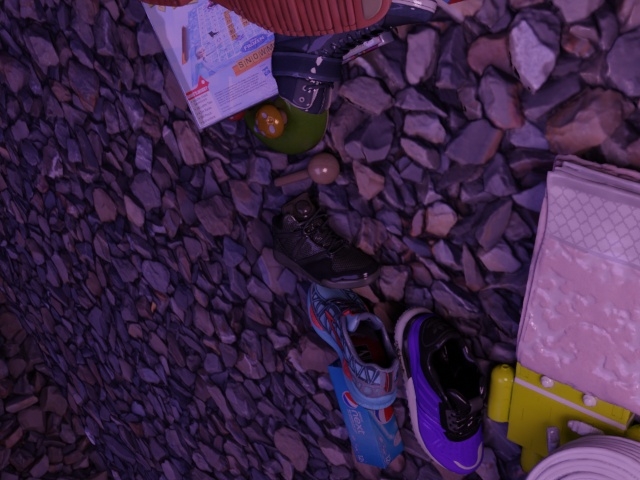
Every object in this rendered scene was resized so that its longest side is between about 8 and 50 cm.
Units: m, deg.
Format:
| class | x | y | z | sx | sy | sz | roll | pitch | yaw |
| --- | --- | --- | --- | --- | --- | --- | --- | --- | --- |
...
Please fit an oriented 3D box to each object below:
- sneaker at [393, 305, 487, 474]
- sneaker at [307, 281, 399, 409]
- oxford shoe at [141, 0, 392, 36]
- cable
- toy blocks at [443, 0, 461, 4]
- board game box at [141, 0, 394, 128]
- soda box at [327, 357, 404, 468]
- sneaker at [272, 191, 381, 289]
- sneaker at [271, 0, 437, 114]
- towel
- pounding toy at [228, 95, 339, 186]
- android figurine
| class | x | y | z | sx | sy | sz | roll | pitch | yaw |
| --- | --- | --- | --- | --- | --- | --- | --- | --- | --- |
| sneaker | 0.207 | 0.253 | 1.155 | 0.146 | 0.102 | 0.293 | 11 | 124 | 65 |
| sneaker | 0.064 | 0.140 | 1.219 | 0.262 | 0.104 | 0.125 | 59 | 152 | 33 |
| oxford shoe | -0.082 | -0.357 | 0.899 | 0.397 | 0.146 | 0.140 | 19 | 146 | 20 |
| cable | 0.376 | 0.381 | 0.946 | 0.257 | 0.089 | 0.257 | 9 | 94 | 45 |
| toy blocks | 0.134 | -0.440 | 0.802 | 0.261 | 0.191 | 0.381 | 39 | 129 | 3 |
| board game box | -0.102 | -0.366 | 1.057 | 0.319 | 0.066 | 0.318 | -19 | 100 | 24 |
| soda box | 0.085 | 0.310 | 1.369 | 0.071 | 0.067 | 0.210 | -1 | 113 | 44 |
| sneaker | 0.000 | 0.000 | 1.250 | 0.227 | 0.087 | 0.130 | 24 | 135 | 40 |
| sneaker | 0.036 | -0.242 | 0.955 | 0.226 | 0.086 | 0.163 | 9 | 100 | 27 |
| towel | 0.399 | 0.084 | 0.867 | 0.332 | 0.053 | 0.317 | 22 | 128 | 35 |
| pounding toy | -0.082 | -0.187 | 1.199 | 0.183 | 0.110 | 0.237 | -4 | 110 | 46 |
| android figurine | 0.361 | 0.254 | 1.076 | 0.248 | 0.056 | 0.273 | 23 | 130 | 34 |
